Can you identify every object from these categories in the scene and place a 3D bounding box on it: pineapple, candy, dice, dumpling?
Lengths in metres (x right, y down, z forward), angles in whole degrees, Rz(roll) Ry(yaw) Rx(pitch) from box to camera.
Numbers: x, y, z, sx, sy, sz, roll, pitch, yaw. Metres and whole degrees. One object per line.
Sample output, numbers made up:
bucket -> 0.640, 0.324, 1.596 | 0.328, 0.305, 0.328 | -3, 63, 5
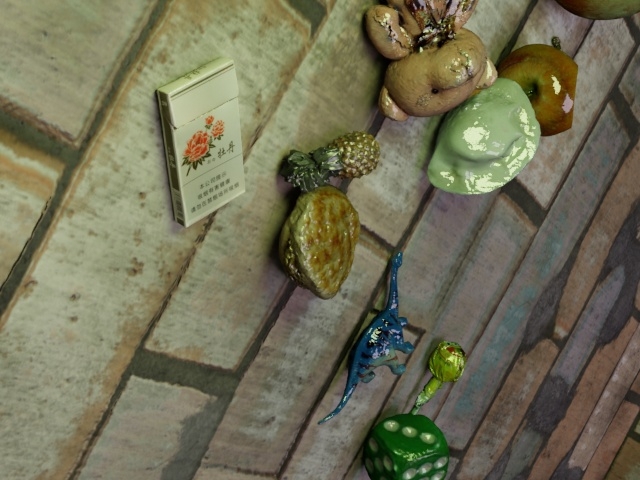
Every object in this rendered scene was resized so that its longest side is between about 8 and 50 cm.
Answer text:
pineapple -> 0.011, -0.113, 1.475 | 0.159, 0.074, 0.074 | -19, 128, -39
candy -> 0.206, 0.317, 2.058 | 0.262, 0.073, 0.077 | -58, 174, 7
dice -> 0.167, 0.419, 1.985 | 0.128, 0.120, 0.131 | -10, 126, -28
dumpling -> 0.265, -0.171, 1.691 | 0.219, 0.152, 0.108 | -58, 146, 1

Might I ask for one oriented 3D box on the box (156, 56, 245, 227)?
box -> -0.146, -0.121, 1.287 | 0.109, 0.029, 0.198 | -35, 139, -35

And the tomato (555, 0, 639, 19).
tomato -> 0.500, -0.497, 1.714 | 0.270, 0.222, 0.270 | -29, 133, -36

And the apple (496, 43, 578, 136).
apple -> 0.382, -0.262, 1.775 | 0.147, 0.163, 0.146 | -10, 122, -55

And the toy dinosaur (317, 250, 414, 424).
toy dinosaur -> 0.106, 0.187, 1.811 | 0.144, 0.076, 0.329 | 28, 88, -50

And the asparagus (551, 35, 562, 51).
asparagus -> 0.456, -0.343, 1.950 | 0.015, 0.018, 0.127 | -21, 141, 10

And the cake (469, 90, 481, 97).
cake -> 0.222, -0.264, 1.633 | 0.044, 0.084, 0.084 | -30, 136, -28

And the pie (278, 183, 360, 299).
pie -> 0.000, 0.000, 1.531 | 0.163, 0.079, 0.193 | -60, 147, -21

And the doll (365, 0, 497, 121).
doll -> 0.164, -0.307, 1.458 | 0.201, 0.156, 0.303 | -27, 131, -14
